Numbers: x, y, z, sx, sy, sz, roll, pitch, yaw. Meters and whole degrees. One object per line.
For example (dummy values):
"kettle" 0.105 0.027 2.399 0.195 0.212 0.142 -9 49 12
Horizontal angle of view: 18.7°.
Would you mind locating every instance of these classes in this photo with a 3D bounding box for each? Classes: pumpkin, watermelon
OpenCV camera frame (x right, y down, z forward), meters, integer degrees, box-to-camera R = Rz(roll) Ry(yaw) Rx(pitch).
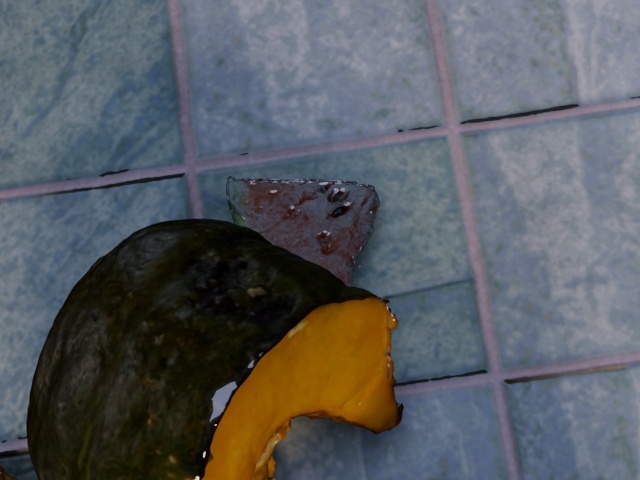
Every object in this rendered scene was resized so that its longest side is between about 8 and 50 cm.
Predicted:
"pumpkin" -0.096 0.141 1.607 0.225 0.256 0.303 17 65 36
"watermelon" 0.000 0.000 1.769 0.139 0.071 0.187 -29 60 -16

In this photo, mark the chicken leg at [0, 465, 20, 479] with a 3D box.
"chicken leg" -0.302 0.309 1.646 0.087 0.107 0.251 9 76 -11
